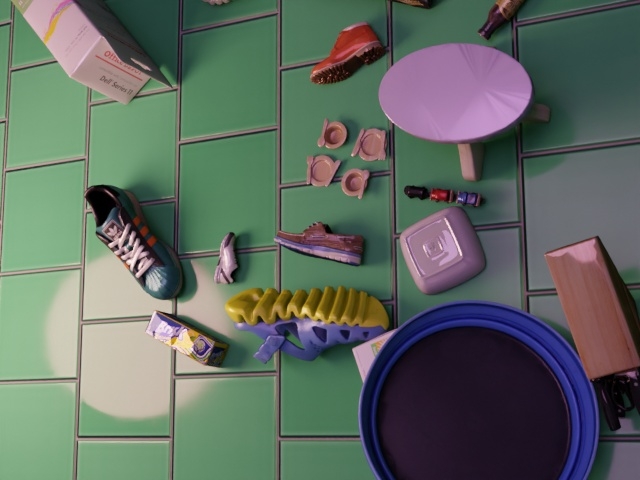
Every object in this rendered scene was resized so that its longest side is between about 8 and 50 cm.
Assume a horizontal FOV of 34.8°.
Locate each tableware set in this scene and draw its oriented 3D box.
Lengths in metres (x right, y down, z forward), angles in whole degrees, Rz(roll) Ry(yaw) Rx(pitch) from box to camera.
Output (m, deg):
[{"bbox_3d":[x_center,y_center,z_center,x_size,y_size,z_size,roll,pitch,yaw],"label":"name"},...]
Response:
[{"bbox_3d":[0.048,-0.162,1.998,0.168,0.020,0.141,17,89,29],"label":"tableware set"}]

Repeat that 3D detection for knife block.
[{"bbox_3d":[0.453,0.163,1.609,0.088,0.276,0.242,-20,42,23],"label":"knife block"}]

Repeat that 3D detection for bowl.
[{"bbox_3d":[0.256,0.295,1.685,0.390,0.077,0.391,0,71,0],"label":"bowl"},{"bbox_3d":[0.215,0.017,1.860,0.142,0.053,0.142,-28,71,21],"label":"bowl"}]

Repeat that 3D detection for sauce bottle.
[{"bbox_3d":[0.339,-0.426,1.883,0.042,0.042,0.128,42,103,27],"label":"sauce bottle"}]

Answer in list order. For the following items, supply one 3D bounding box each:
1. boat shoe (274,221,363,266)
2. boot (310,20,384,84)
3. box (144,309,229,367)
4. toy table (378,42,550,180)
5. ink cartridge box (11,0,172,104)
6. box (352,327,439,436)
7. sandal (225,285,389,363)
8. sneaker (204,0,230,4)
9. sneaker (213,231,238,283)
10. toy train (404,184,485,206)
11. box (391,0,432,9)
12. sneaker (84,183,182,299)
[{"bbox_3d":[0.000,0.000,1.974,0.183,0.066,0.066,14,83,19],"label":"boat shoe"},{"bbox_3d":[0.043,-0.370,2.021,0.157,0.059,0.085,-27,66,12],"label":"boot"},{"bbox_3d":[-0.272,0.199,2.077,0.168,0.059,0.054,23,90,29],"label":"box"},{"bbox_3d":[0.262,-0.246,1.822,0.274,0.161,0.252,18,89,28],"label":"toy table"},{"bbox_3d":[-0.497,-0.428,2.224,0.119,0.207,0.353,-46,63,12],"label":"ink cartridge box"},{"bbox_3d":[0.151,0.268,1.812,0.103,0.114,0.203,-26,69,21],"label":"box"},{"bbox_3d":[-0.020,0.166,1.934,0.317,0.126,0.138,1,112,23],"label":"sandal"},{"bbox_3d":[-0.143,-0.580,2.102,0.329,0.147,0.130,-12,76,23],"label":"sneaker"},{"bbox_3d":[-0.184,0.037,2.078,0.043,0.040,0.109,10,89,12],"label":"sneaker"},{"bbox_3d":[0.226,-0.084,1.881,0.158,0.036,0.027,9,85,28],"label":"toy train"},{"bbox_3d":[0.110,-0.623,1.977,0.293,0.073,0.296,16,89,12],"label":"box"},{"bbox_3d":[-0.404,0.003,2.147,0.108,0.121,0.302,-44,64,14],"label":"sneaker"}]
